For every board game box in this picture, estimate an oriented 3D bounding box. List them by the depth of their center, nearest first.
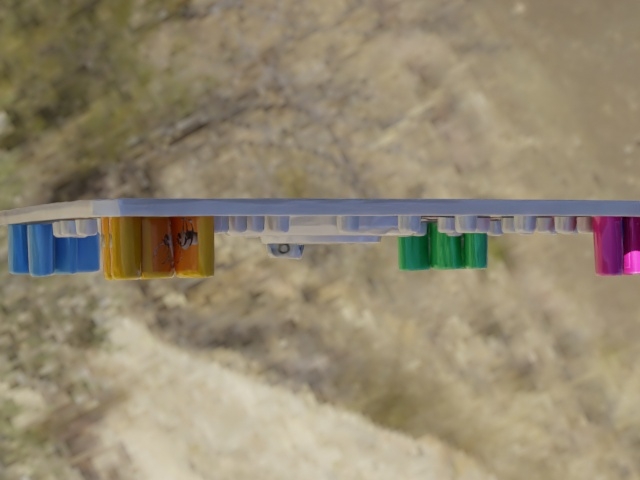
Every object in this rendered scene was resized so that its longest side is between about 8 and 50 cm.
[{"bbox_3d":[0.000,0.000,1.312,0.390,0.390,0.050,178,-88,-72],"label":"board game box"}]
